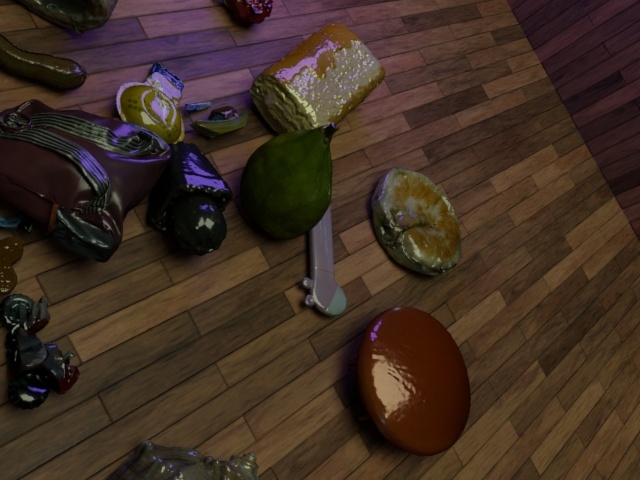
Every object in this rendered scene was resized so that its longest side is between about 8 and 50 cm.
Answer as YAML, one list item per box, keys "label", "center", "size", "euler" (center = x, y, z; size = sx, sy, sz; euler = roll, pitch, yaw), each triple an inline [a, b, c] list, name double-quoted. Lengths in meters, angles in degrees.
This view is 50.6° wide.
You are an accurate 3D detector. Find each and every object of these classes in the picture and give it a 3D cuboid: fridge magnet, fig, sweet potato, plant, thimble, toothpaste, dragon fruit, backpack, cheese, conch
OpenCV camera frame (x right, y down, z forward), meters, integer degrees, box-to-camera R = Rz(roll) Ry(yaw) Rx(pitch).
- label: "fridge magnet"
  center: [0.226, 0.339, 1.649]
  size: [0.364, 0.155, 0.363]
  euler: [17, 59, -32]
- label: "fig"
  center: [-0.040, -0.154, 1.581]
  size: [0.233, 0.314, 0.233]
  euler: [44, 22, -23]
- label: "sweet potato"
  center: [-0.596, -0.366, 1.385]
  size: [0.233, 0.062, 0.081]
  euler: [20, 43, -27]
- label: "plant"
  center: [-0.282, -0.088, 1.443]
  size: [0.142, 0.164, 0.256]
  euler: [4, 52, -41]
- label: "thimble"
  center: [-0.537, -0.561, 1.426]
  size: [0.229, 0.196, 0.148]
  euler: [28, 56, -28]
- label: "toothpaste"
  center: [-0.295, -0.322, 1.623]
  size: [0.083, 0.015, 0.024]
  euler: [-30, 114, -52]
- label: "dragon fruit"
  center: [-0.192, -0.643, 1.799]
  size: [0.142, 0.121, 0.130]
  euler: [52, 8, 27]
- label: "backpack"
  center: [-0.475, -0.145, 1.279]
  size: [0.317, 0.197, 0.283]
  euler: [30, 52, -12]
- label: "cheese"
  center: [-0.371, -0.304, 1.528]
  size: [0.177, 0.069, 0.270]
  euler: [36, 41, -27]
- label: "conch"
  center: [-0.244, 0.493, 1.182]
  size: [0.297, 0.210, 0.352]
  euler: [40, 47, 2]

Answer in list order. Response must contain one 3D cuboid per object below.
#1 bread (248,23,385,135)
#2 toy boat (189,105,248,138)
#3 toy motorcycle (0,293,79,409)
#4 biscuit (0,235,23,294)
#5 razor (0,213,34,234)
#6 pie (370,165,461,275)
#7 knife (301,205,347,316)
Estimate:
- label: "bread"
  center: [-0.010, -0.415, 1.803]
  size: [0.236, 0.165, 0.375]
  euler: [47, 50, -9]
- label: "toy boat"
  center: [-0.240, -0.286, 1.626]
  size: [0.172, 0.065, 0.066]
  euler: [-30, 103, -48]
- label: "toy motorcycle"
  center: [-0.494, 0.189, 1.191]
  size: [0.122, 0.082, 0.213]
  euler: [5, 57, -45]
- label: "biscuit"
  center: [-0.634, 0.021, 1.187]
  size: [0.205, 0.031, 0.138]
  euler: [18, 49, -30]
- label: "razor"
  center: [-0.645, -0.072, 1.220]
  size: [0.253, 0.042, 0.082]
  euler: [28, 14, -26]
- label: "pie"
  center: [0.277, -0.053, 1.929]
  size: [0.339, 0.077, 0.339]
  euler: [17, 58, -29]
- label: "knife"
  center: [0.000, 0.000, 1.706]
  size: [0.132, 0.038, 0.398]
  euler: [16, 59, -35]
